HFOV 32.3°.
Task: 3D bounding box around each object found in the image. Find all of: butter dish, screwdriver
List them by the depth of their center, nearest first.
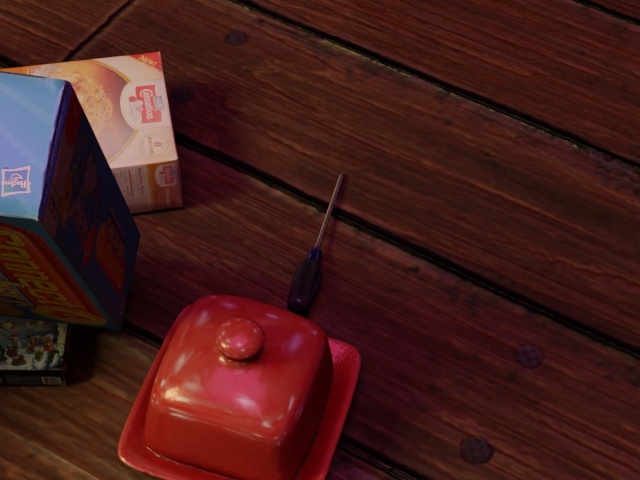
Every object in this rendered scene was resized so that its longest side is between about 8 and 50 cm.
[{"bbox_3d":[-0.059,0.100,0.825,0.160,0.118,0.160,14,53,10],"label":"butter dish"},{"bbox_3d":[0.000,0.000,0.975,0.024,0.025,0.170,12,44,8],"label":"screwdriver"}]

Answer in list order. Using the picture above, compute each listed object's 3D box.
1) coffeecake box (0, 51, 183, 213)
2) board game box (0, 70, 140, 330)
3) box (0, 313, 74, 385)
[{"bbox_3d":[-0.226,-0.091,0.999,0.185,0.068,0.142,-8,52,-9],"label":"coffeecake box"},{"bbox_3d":[-0.297,-0.029,0.753,0.302,0.308,0.086,8,74,1],"label":"board game box"},{"bbox_3d":[-0.270,0.072,0.895,0.137,0.027,0.094,0,51,-3],"label":"box"}]
